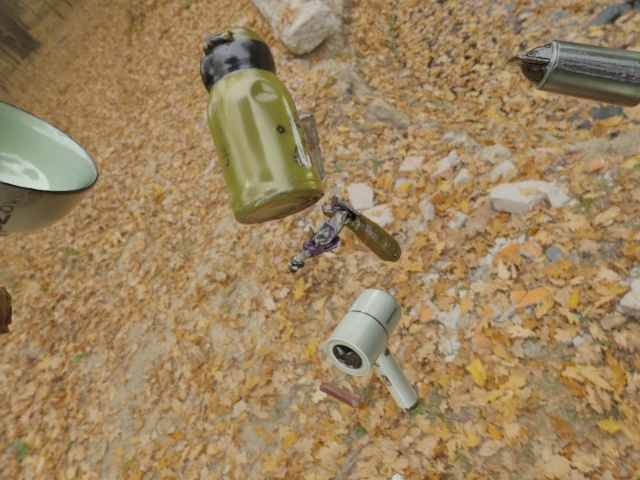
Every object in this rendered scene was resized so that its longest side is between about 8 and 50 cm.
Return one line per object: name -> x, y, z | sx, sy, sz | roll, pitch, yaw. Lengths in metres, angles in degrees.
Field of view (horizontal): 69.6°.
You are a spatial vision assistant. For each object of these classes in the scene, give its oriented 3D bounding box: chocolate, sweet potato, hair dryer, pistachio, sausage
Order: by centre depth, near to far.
hair dryer -> 0.396, -0.282, 0.775 | 0.195, 0.078, 0.248 | 12, 18, 5
pistachio -> -0.796, 0.157, 1.080 | 0.210, 0.165, 0.131 | -28, 29, 60
hair dryer -> 0.169, 0.324, 1.200 | 0.128, 0.362, 0.203 | -13, 25, 43
sausage -> 0.053, 0.424, 1.268 | 0.147, 0.035, 0.030 | 10, 77, 47
sweet potato -> 0.122, -0.029, 1.292 | 0.075, 0.273, 0.075 | -50, 14, 18
chocolate -> -0.092, -0.242, 1.364 | 0.185, 0.303, 0.100 | -33, 54, -17

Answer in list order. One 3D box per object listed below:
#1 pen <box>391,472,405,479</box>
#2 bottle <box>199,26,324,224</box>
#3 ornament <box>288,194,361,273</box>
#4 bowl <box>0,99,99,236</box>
pen -> 0.214, 0.545, 0.938 | 0.025, 0.025, 0.204 | -54, 29, -9
bottle -> -0.119, -0.220, 0.851 | 0.171, 0.171, 0.352 | -20, 82, 27
ornament -> 0.003, -0.004, 1.051 | 0.088, 0.081, 0.203 | 40, 72, 5
bowl -> -0.656, -0.130, 0.912 | 0.185, 0.353, 0.354 | -53, 39, 17
